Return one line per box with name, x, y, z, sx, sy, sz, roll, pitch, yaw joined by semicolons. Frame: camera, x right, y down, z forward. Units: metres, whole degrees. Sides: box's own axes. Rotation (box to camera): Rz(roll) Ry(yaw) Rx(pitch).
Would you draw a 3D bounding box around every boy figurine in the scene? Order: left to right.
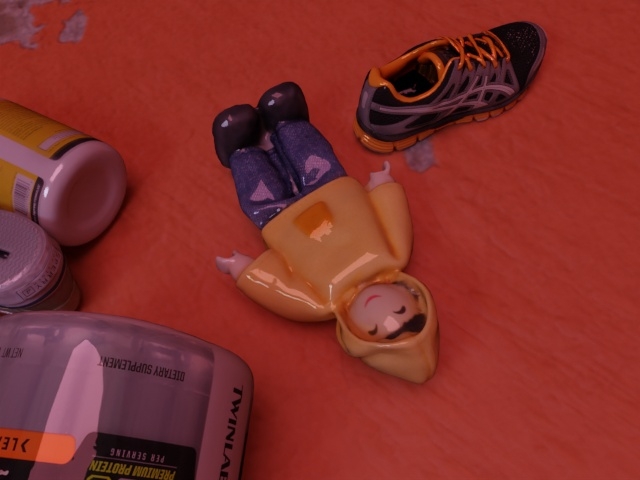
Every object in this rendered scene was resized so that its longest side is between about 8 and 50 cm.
boy figurine;0.000;0.000;0.515;0.177;0.092;0.285;-25;61;-9

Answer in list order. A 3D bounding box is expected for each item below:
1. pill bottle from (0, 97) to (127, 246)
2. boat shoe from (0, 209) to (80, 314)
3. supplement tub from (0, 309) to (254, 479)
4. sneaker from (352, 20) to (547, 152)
pill bottle;-0.286;-0.073;0.571;0.184;0.103;0.103;24;69;16
boat shoe;-0.356;0.006;0.544;0.303;0.094;0.109;20;58;17
supplement tub;-0.156;0.217;0.369;0.194;0.193;0.315;3;65;7
sneaker;0.130;-0.160;0.581;0.215;0.083;0.084;-30;64;-10
